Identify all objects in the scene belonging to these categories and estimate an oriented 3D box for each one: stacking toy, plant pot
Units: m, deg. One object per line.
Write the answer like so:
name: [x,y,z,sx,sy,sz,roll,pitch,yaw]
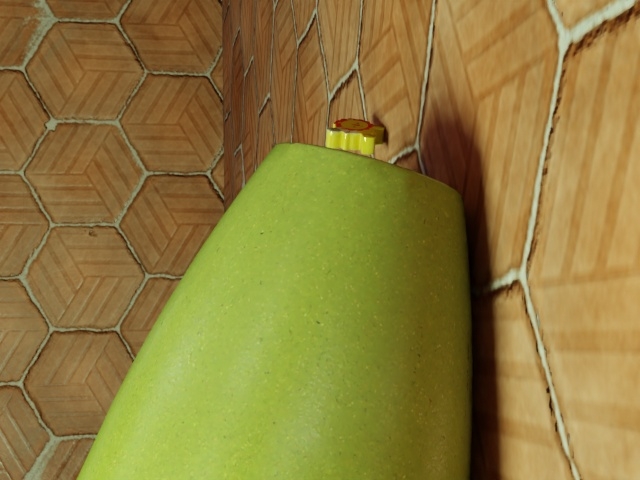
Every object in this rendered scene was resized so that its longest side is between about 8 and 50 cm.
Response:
stacking toy: [0.000,0.000,0.922,0.221,0.052,0.167,-49,-34,-62]
plant pot: [-0.005,0.093,0.719,0.275,0.275,0.293,174,113,-80]
